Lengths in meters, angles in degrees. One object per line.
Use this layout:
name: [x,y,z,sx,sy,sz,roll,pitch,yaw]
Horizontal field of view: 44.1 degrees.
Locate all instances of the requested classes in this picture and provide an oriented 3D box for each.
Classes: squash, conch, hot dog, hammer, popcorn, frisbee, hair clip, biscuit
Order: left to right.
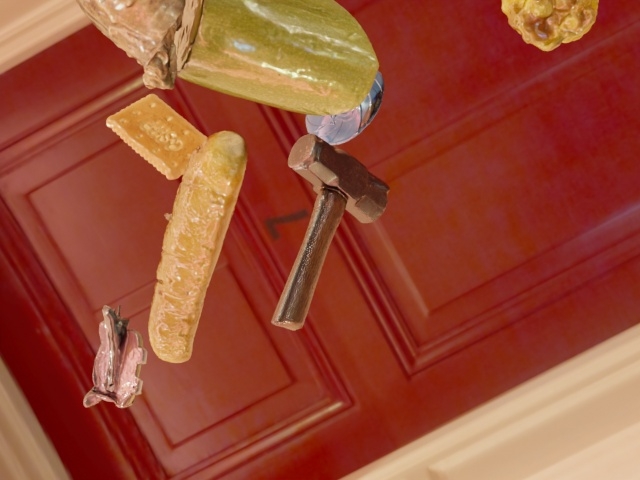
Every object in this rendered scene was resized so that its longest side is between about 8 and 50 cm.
hair clip: [-0.359,0.207,1.393,0.056,0.146,0.187,1,-90,-50]
conch: [-0.251,-0.346,1.007,0.210,0.159,0.291,17,103,58]
biscuit: [-0.380,-0.255,1.901,0.250,0.160,0.030,40,147,19]
hot dog: [-0.132,0.016,0.812,0.088,0.061,0.285,-111,33,-52]
squash: [-0.068,-0.284,1.115,0.189,0.261,0.189,-171,90,-68]
hammer: [0.000,0.000,1.623,0.242,0.095,0.408,37,-120,-34]
frisbee: [0.052,-0.353,2.001,0.045,0.242,0.242,32,-156,-45]
popcorn: [0.431,-0.459,1.486,0.197,0.198,0.155,61,-157,-7]
